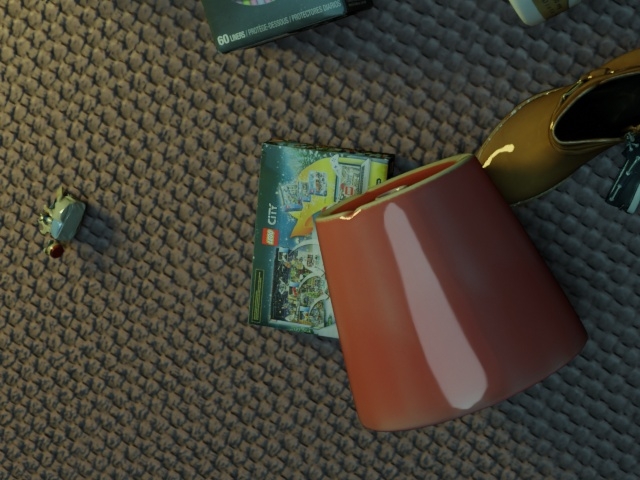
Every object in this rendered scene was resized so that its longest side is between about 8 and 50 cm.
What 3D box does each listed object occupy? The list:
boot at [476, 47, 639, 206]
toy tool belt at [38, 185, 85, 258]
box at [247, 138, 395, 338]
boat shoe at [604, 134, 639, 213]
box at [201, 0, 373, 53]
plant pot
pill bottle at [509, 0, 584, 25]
[{"bbox_3d":[0.271,-0.112,1.439,0.283,0.220,0.109,-28,94,19],"label":"boot"},{"bbox_3d":[-0.341,-0.024,1.723,0.051,0.052,0.083,38,109,38],"label":"toy tool belt"},{"bbox_3d":[0.000,0.000,1.632,0.159,0.044,0.233,9,104,13],"label":"box"},{"bbox_3d":[0.361,-0.093,1.514,0.038,0.046,0.125,18,115,6],"label":"boat shoe"},{"bbox_3d":[-0.065,-0.368,1.515,0.165,0.143,0.270,-16,97,17],"label":"box"},{"bbox_3d":[0.127,0.049,1.488,0.275,0.275,0.243,-21,97,19],"label":"plant pot"},{"bbox_3d":[0.300,-0.337,1.429,0.229,0.131,0.131,-25,95,19],"label":"pill bottle"}]
